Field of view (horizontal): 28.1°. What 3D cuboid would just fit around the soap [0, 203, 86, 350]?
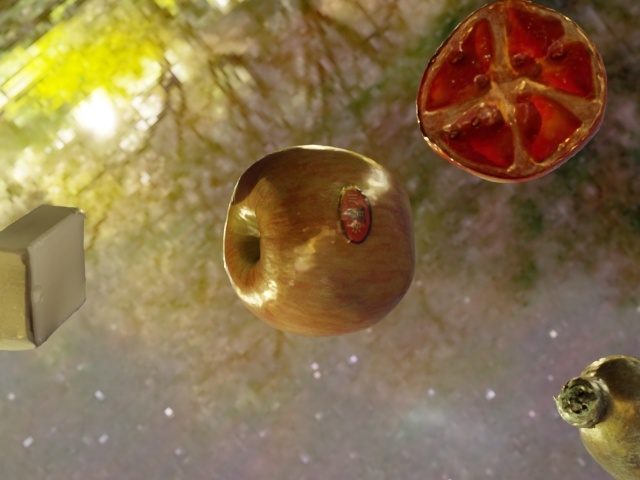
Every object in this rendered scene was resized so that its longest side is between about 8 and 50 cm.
[{"bbox_3d":[-0.313,0.039,1.413,0.064,0.121,0.183,4,-164,8],"label":"soap"}]

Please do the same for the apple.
[{"bbox_3d":[0.000,0.000,1.371,0.188,0.211,0.211,-2,173,-25],"label":"apple"}]

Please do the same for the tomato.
[{"bbox_3d":[0.164,-0.115,1.056,0.155,0.155,0.069,-38,158,9],"label":"tomato"}]

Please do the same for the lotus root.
[{"bbox_3d":[0.447,0.251,1.747,0.175,0.349,0.175,-22,-129,30],"label":"lotus root"}]
